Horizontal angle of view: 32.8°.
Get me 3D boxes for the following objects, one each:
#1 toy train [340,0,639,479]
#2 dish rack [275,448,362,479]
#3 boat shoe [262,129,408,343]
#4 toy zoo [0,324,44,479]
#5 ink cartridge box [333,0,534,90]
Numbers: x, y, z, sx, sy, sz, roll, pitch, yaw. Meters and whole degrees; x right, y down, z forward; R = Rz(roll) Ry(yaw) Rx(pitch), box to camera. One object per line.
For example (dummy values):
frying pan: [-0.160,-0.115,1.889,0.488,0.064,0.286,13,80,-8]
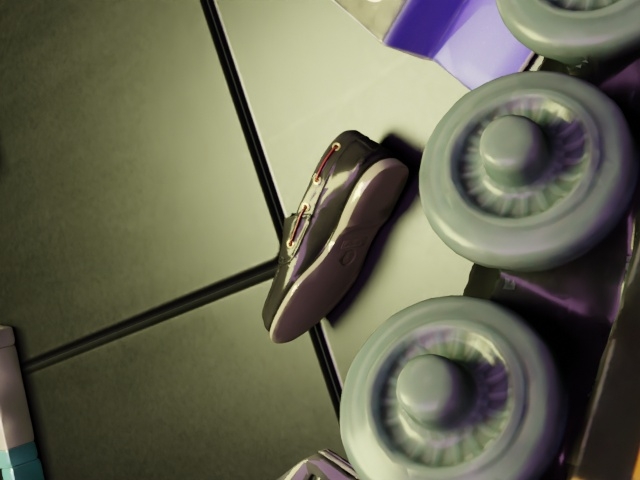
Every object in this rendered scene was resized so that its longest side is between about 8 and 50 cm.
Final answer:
toy train: [0.139,0.002,0.391,0.190,0.142,0.334,11,71,30]
dish rack: [0.046,0.226,0.449,0.271,0.074,0.208,31,105,24]
boat shoe: [0.001,0.000,0.613,0.042,0.049,0.133,43,118,30]
toy zoo: [-0.295,0.180,0.872,0.192,0.030,0.293,-13,89,37]
ink cartridge box: [0.060,-0.206,0.539,0.208,0.045,0.206,44,120,22]
